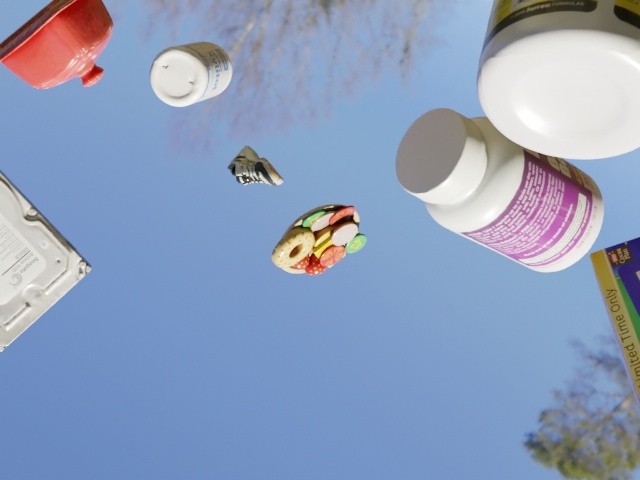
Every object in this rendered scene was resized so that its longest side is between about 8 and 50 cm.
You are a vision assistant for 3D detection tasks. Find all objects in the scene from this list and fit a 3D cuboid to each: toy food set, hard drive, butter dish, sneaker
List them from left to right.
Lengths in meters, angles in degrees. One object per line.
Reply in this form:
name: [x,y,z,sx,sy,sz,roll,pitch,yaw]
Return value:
hard drive: [-0.628,0.008,2.048,0.339,0.237,0.064,49,174,-10]
butter dish: [-0.337,-0.259,1.464,0.118,0.160,0.160,52,-149,-17]
sneaker: [-0.068,-0.069,1.140,0.032,0.037,0.083,53,170,-33]
toy food set: [0.000,0.000,0.936,0.020,0.082,0.083,55,-174,34]

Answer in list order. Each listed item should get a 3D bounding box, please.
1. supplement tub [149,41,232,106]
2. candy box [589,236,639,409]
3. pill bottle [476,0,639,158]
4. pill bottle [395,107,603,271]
supplement tub: [-0.153,-0.199,1.302,0.071,0.071,0.107,40,-160,2]
candy box: [0.513,0.093,1.303,0.122,0.317,0.268,54,-160,-48]
pill bottle: [0.277,-0.263,1.113,0.188,0.188,0.334,30,-123,-20]
pill bottle: [0.251,-0.074,1.543,0.301,0.169,0.169,23,-152,-40]
